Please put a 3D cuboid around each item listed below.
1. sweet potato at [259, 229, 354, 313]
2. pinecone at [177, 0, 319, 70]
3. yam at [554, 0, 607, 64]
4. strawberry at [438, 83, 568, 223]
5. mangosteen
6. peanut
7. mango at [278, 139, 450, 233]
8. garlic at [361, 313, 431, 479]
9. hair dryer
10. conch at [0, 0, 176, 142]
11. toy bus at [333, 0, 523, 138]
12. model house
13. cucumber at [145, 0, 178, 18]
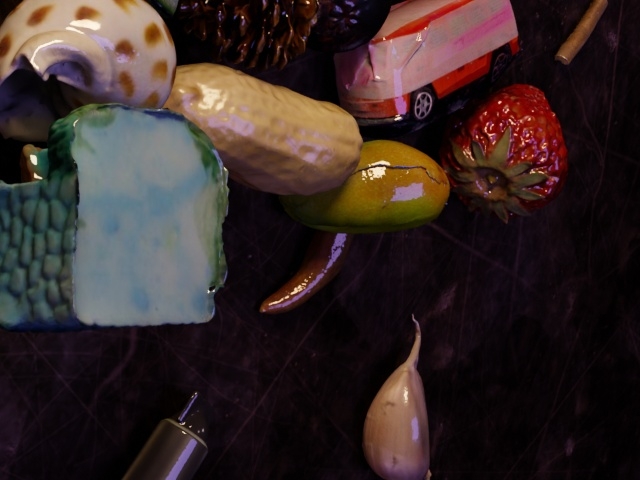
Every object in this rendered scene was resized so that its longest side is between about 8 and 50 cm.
[{"bbox_3d":[0.006,0.008,1.809,0.078,0.058,0.255,37,77,-31],"label":"sweet potato"},{"bbox_3d":[-0.085,-0.276,1.535,0.173,0.173,0.174,-20,117,-44],"label":"pinecone"},{"bbox_3d":[0.439,-0.351,2.191,0.145,0.032,0.032,-55,137,-21],"label":"yam"},{"bbox_3d":[0.291,-0.152,2.007,0.244,0.205,0.205,-61,144,-47],"label":"strawberry"},{"bbox_3d":[0.015,-0.314,1.650,0.152,0.152,0.152,-20,117,-44],"label":"mangosteen"},{"bbox_3d":[-0.087,-0.129,1.590,0.318,0.147,0.148,10,96,-40],"label":"peanut"},{"bbox_3d":[0.059,-0.071,1.744,0.232,0.111,0.125,2,85,-6],"label":"mango"},{"bbox_3d":[0.128,0.262,2.013,0.128,0.148,0.267,1,111,-12],"label":"garlic"},{"bbox_3d":[-0.170,0.331,1.725,0.196,0.078,0.248,-56,147,-20],"label":"hair dryer"},{"bbox_3d":[-0.244,-0.190,1.386,0.275,0.182,0.149,24,45,-61],"label":"conch"},{"bbox_3d":[0.145,-0.257,1.821,0.302,0.127,0.147,-29,118,-38],"label":"toy bus"},{"bbox_3d":[-0.262,-0.014,1.386,0.261,0.241,0.226,5,80,-60],"label":"model house"},{"bbox_3d":[-0.195,-0.326,1.457,0.115,0.062,0.116,40,66,-50],"label":"cucumber"}]
